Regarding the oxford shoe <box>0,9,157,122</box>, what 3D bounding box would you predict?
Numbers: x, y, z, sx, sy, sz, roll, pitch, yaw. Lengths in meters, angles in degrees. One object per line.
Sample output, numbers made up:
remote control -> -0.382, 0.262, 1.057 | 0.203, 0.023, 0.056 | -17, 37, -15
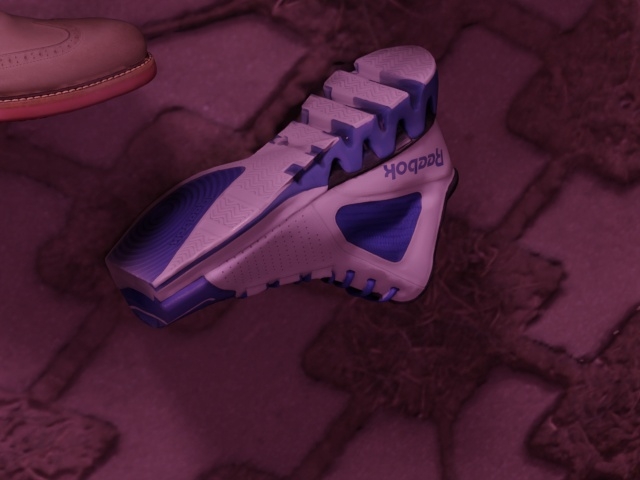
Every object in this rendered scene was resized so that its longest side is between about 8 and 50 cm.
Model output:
oxford shoe -> -0.277, -0.153, 1.282 | 0.348, 0.123, 0.130 | -4, 105, -29

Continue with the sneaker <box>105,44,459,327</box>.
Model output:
sneaker -> 0.001, -0.001, 1.486 | 0.315, 0.127, 0.182 | -36, 119, -15
